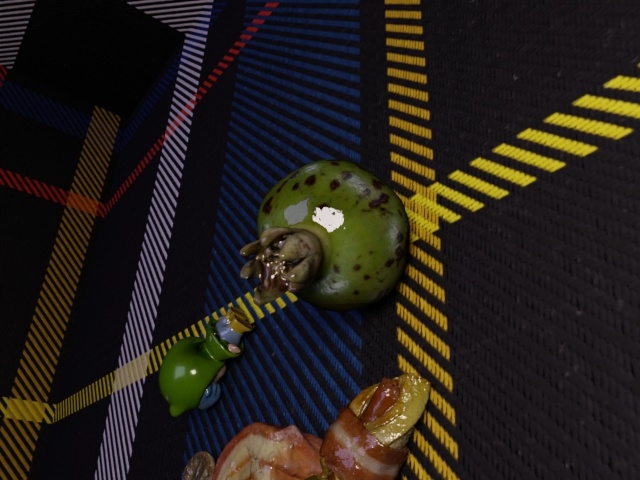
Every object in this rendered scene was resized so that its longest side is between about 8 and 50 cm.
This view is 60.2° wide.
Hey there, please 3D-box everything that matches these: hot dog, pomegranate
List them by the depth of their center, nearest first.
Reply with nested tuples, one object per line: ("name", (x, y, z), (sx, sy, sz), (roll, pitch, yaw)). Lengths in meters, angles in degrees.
("hot dog", (0.053, 0.289, 0.759), (0.123, 0.093, 0.262), (28, 96, 58))
("pomegranate", (-0.010, -0.010, 0.825), (0.242, 0.306, 0.242), (-3, 86, 46))

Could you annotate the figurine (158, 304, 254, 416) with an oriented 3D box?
("figurine", (-0.254, 0.261, 1.219), (0.263, 0.143, 0.162), (-51, 40, 8))

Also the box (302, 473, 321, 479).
("box", (0.033, 0.409, 0.700), (0.193, 0.030, 0.121), (32, 123, 45))

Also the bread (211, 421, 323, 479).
("bread", (-0.081, 0.394, 0.878), (0.244, 0.123, 0.190), (-56, 32, 18))

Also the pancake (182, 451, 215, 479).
("pancake", (-0.258, 0.524, 1.164), (0.151, 0.025, 0.152), (-33, 46, 42))
